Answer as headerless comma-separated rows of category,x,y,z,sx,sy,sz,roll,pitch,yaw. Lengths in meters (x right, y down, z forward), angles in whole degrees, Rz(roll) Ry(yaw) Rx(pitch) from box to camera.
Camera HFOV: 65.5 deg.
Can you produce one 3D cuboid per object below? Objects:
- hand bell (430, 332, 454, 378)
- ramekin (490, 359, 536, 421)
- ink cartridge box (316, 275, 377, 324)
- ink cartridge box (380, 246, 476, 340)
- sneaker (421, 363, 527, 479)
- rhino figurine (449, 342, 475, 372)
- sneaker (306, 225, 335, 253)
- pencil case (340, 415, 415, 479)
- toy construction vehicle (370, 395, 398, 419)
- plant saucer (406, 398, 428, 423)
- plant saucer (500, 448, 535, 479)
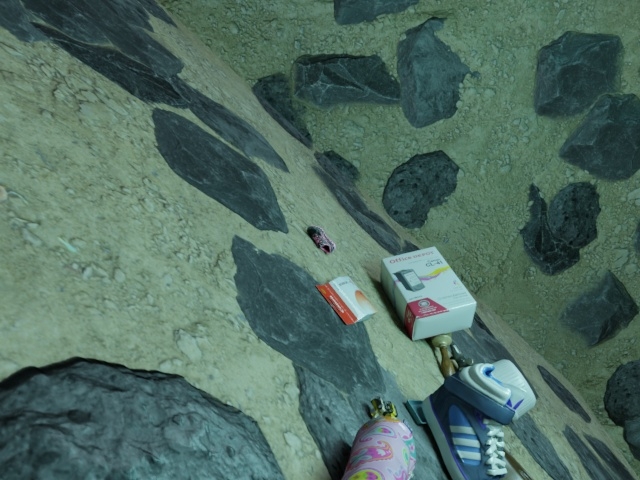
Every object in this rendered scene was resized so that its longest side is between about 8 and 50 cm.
hand bell,0.422,0.378,1.697,0.126,0.126,0.242,37,31,-25
ramekin,0.666,0.523,1.765,0.207,0.109,0.207,60,3,-5
ink cartridge box,0.078,0.167,1.432,0.145,0.045,0.179,51,15,19
ink cartridge box,0.365,0.180,1.743,0.306,0.226,0.131,-115,-163,-47
sneaker,0.400,0.447,1.159,0.130,0.236,0.322,29,27,-45
rhino figurine,0.515,0.453,1.733,0.243,0.073,0.106,58,2,37
sneaker,0.000,0.000,1.652,0.119,0.047,0.057,42,28,-7
pencil case,0.087,0.389,0.796,0.124,0.124,0.284,48,15,8
toy construction vehicle,0.141,0.388,1.089,0.086,0.035,0.098,48,16,-31
plant saucer,0.282,0.449,1.295,0.192,0.018,0.067,24,27,-49
plant saucer,0.525,0.636,1.267,0.310,0.050,0.310,46,3,-3
